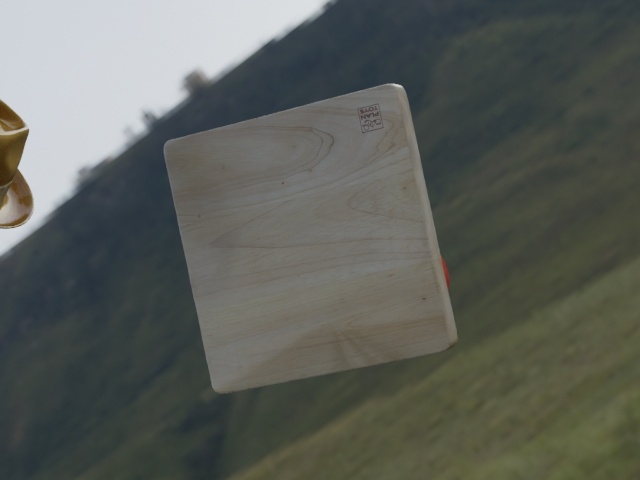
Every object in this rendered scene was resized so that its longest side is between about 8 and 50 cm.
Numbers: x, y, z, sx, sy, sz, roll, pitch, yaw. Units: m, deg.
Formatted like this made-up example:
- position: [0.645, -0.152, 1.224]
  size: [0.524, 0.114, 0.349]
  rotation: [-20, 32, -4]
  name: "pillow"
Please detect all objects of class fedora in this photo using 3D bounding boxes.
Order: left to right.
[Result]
- position: [-0.327, -0.093, 1.658]
  size: [0.079, 0.194, 0.194]
  rotation: [-50, -12, 18]
  name: "fedora"

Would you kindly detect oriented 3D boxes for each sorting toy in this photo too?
- position: [0.000, 0.000, 1.784]
  size: [0.257, 0.256, 0.089]
  rotation: [-13, -2, 25]
  name: "sorting toy"
